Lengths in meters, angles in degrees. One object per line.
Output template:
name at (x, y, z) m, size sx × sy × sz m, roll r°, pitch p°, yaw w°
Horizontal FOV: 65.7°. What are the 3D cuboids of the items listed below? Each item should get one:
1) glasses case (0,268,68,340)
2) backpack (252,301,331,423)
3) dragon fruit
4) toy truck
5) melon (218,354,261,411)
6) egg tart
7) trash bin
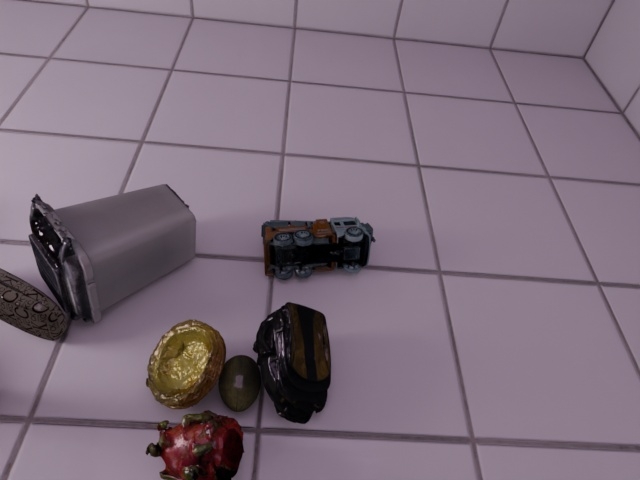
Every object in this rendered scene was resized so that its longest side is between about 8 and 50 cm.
glasses case at (-0.770, 0.135, 1.207) m, size 0.354 × 0.137 × 0.085 m, roll 22°, pitch 48°, yaw 13°
backpack at (-0.059, 0.290, 1.156) m, size 0.206 × 0.133 × 0.258 m, roll 20°, pitch 47°, yaw -39°
dragon fruit at (-0.254, 0.426, 1.006) m, size 0.172 × 0.166 × 0.160 m, roll -15°, pitch 88°, yaw 18°
toy truck at (0.000, 0.000, 1.444) m, size 0.338 × 0.133 × 0.184 m, roll -4°, pitch 32°, yaw -9°
melon at (-0.186, 0.328, 1.142) m, size 0.098 × 0.098 × 0.131 m, roll 5°, pitch 46°, yaw -4°
egg tart at (-0.301, 0.288, 1.141) m, size 0.212 × 0.090 × 0.213 m, roll -14°, pitch 51°, yaw 17°
trash bin at (-0.521, -0.003, 1.279) m, size 0.367 × 0.296 × 0.256 m, roll -27°, pitch 56°, yaw -35°
